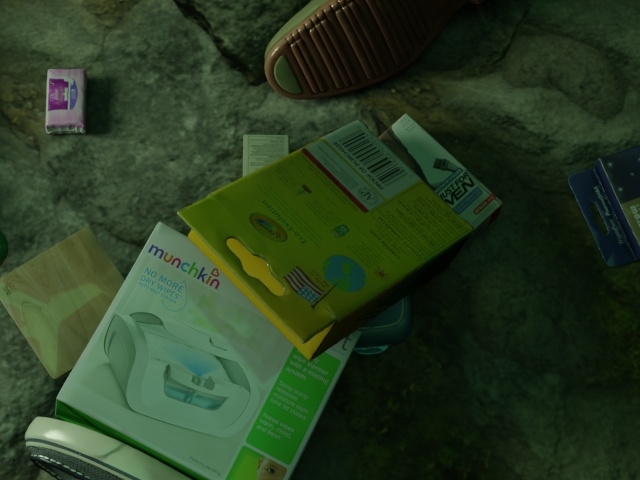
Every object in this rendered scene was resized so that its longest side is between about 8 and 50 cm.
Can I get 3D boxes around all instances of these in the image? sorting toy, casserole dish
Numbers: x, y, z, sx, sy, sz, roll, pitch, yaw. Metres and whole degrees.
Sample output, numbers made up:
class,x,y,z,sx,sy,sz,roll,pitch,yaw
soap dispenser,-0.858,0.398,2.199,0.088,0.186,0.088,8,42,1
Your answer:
class,x,y,z,sx,sy,sz,roll,pitch,yaw
sorting toy,-0.287,0.083,1.542,0.132,0.046,0.274,-33,86,-20
casserole dish,0.052,0.044,1.591,0.114,0.037,0.188,-4,69,-5

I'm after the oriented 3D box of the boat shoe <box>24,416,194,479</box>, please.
class,x,y,z,sx,sy,sz,roll,pitch,yaw
boat shoe,-0.192,0.325,1.420,0.341,0.127,0.158,25,69,7

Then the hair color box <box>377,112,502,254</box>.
class,x,y,z,sx,sy,sz,roll,pitch,yaw
hair color box,0.131,-0.065,1.627,0.093,0.053,0.167,-43,76,-16

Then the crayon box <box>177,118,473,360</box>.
class,x,y,z,sx,sy,sz,roll,pitch,yaw
crayon box,0.000,0.000,1.471,0.202,0.081,0.319,46,43,15

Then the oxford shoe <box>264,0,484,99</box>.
class,x,y,z,sx,sy,sz,roll,pitch,yaw
oxford shoe,0.085,-0.320,1.704,0.397,0.140,0.146,-32,43,-9

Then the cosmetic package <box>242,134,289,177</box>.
class,x,y,z,sx,sy,sz,roll,pitch,yaw
cosmetic package,-0.067,-0.070,1.624,0.060,0.041,0.115,2,69,-3

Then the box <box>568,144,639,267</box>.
class,x,y,z,sx,sy,sz,roll,pitch,yaw
box,0.438,-0.060,1.653,0.225,0.036,0.136,-18,71,-8

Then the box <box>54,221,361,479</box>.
class,x,y,z,sx,sy,sz,roll,pitch,yaw
box,-0.125,0.149,1.477,0.262,0.127,0.231,30,70,-3

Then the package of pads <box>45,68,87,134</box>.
class,x,y,z,sx,sy,sz,roll,pitch,yaw
package of pads,-0.318,-0.173,1.654,0.050,0.032,0.083,-1,69,-5
